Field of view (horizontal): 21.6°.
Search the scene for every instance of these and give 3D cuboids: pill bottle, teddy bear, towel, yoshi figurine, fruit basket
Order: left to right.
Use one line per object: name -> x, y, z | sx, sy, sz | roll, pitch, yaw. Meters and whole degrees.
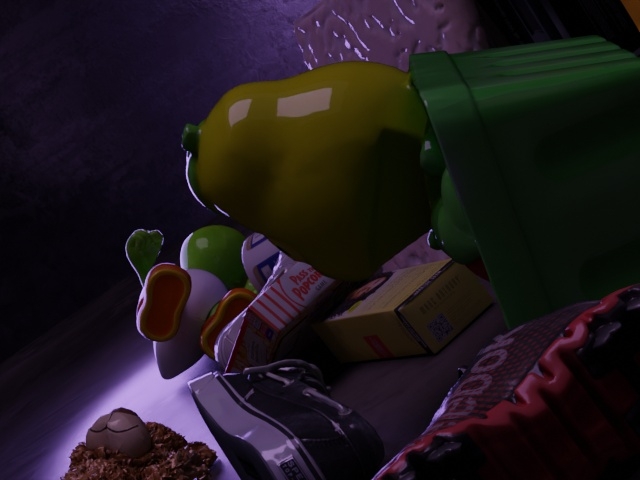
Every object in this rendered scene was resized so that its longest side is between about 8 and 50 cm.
teddy bear -> -0.225, 0.265, 1.621 | 0.245, 0.113, 0.338 | -25, 14, 45
yoshi figurine -> -0.161, 0.057, 2.328 | 0.203, 0.203, 0.362 | -22, 5, -4
pill bottle -> 0.000, 0.000, 2.176 | 0.187, 0.112, 0.112 | -32, 9, 28
towel -> 0.103, -0.132, 1.775 | 0.053, 0.332, 0.317 | -19, -2, -27
fruit basket -> 0.092, -0.032, 1.334 | 0.392, 0.283, 0.392 | -21, 10, 4

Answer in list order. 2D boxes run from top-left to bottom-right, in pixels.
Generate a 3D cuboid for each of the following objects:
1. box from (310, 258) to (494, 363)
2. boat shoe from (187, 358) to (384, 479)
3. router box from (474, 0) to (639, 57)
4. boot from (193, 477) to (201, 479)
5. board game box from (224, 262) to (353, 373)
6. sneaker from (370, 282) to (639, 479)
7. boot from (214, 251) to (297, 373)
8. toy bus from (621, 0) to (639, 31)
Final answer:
box -> 0.075, 0.071, 1.644 | 0.087, 0.058, 0.232 | -40, 9, -21
boat shoe -> -0.030, 0.154, 1.428 | 0.105, 0.113, 0.306 | -32, 9, -13
router box -> 0.214, -0.207, 1.741 | 0.081, 0.309, 0.243 | -36, 8, -25
boot -> -0.155, 0.275, 1.299 | 0.207, 0.094, 0.246 | -34, 1, -9
board game box -> -0.031, 0.089, 1.779 | 0.147, 0.045, 0.193 | -42, -15, -33
sneaker -> 0.111, 0.127, 1.027 | 0.276, 0.097, 0.135 | -37, 8, -18
boot -> -0.012, 0.066, 1.987 | 0.123, 0.095, 0.258 | -18, 28, 49
toy bus -> 0.349, -0.283, 1.852 | 0.149, 0.211, 0.220 | -25, -6, 38
